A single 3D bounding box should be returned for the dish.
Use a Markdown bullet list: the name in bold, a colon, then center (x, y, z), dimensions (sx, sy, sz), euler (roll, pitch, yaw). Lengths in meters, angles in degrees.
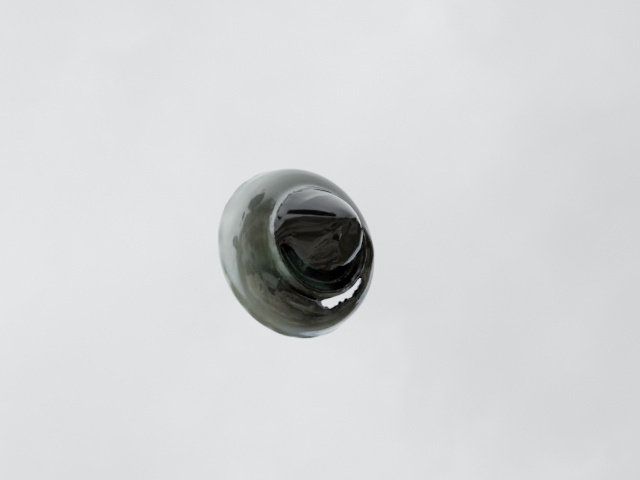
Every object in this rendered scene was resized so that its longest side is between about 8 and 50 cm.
- **dish**: center (0.000, 0.000, 0.620), dimensions (0.141, 0.141, 0.078), euler (16, -24, -30)
